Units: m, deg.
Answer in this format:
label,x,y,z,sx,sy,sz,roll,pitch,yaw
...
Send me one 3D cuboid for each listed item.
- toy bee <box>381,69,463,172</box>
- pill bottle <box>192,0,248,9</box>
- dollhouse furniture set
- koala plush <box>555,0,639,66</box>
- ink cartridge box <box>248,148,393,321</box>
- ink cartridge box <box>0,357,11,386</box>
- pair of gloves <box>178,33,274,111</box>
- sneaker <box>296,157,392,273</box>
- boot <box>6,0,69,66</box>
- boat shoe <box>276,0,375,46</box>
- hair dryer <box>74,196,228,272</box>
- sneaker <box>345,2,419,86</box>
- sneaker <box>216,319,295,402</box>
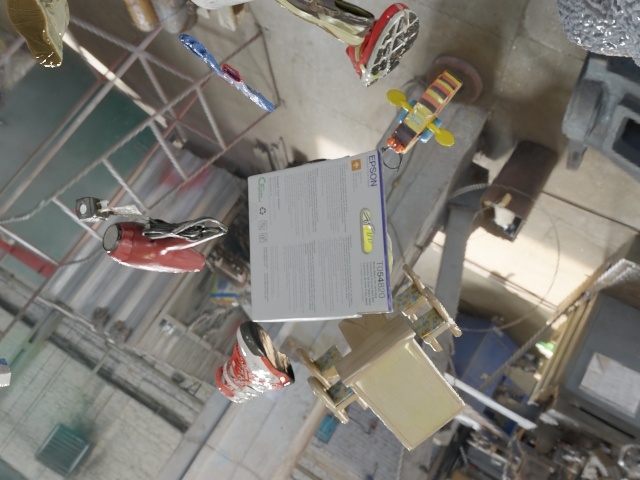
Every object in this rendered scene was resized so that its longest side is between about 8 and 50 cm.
label,x,y,z,sx,sy,sz,roll,pitch,yaw
toy bee,0.238,-0.274,1.412,0.195,0.162,0.298,23,121,18
pill bottle,-0.148,-0.490,1.002,0.229,0.131,0.131,17,158,50
dollhouse furniture set,0.126,0.239,1.309,0.256,0.362,0.394,52,-179,-27
koala plush,0.228,-0.175,0.360,0.196,0.203,0.221,26,-174,-14
ink cartridge box,0.000,0.000,0.798,0.224,0.223,0.045,-7,170,30
ink cartridge box,-0.587,0.232,0.977,0.083,0.028,0.048,3,-158,-43
pair of gloves,-0.167,-0.302,1.019,0.198,0.023,0.159,40,-177,17
sneaker,0.069,-0.030,1.251,0.384,0.145,0.147,46,-157,-40
boot,-0.639,-0.530,1.296,0.077,0.165,0.213,-1,151,-2
boat shoe,0.001,-0.298,0.709,0.152,0.049,0.056,16,-140,-33
hair dryer,-0.256,0.012,0.944,0.224,0.080,0.293,11,168,3
sneaker,0.092,-0.370,1.044,0.118,0.107,0.279,52,173,-3
sneaker,-0.155,0.258,1.153,0.270,0.145,0.090,64,-175,-57
